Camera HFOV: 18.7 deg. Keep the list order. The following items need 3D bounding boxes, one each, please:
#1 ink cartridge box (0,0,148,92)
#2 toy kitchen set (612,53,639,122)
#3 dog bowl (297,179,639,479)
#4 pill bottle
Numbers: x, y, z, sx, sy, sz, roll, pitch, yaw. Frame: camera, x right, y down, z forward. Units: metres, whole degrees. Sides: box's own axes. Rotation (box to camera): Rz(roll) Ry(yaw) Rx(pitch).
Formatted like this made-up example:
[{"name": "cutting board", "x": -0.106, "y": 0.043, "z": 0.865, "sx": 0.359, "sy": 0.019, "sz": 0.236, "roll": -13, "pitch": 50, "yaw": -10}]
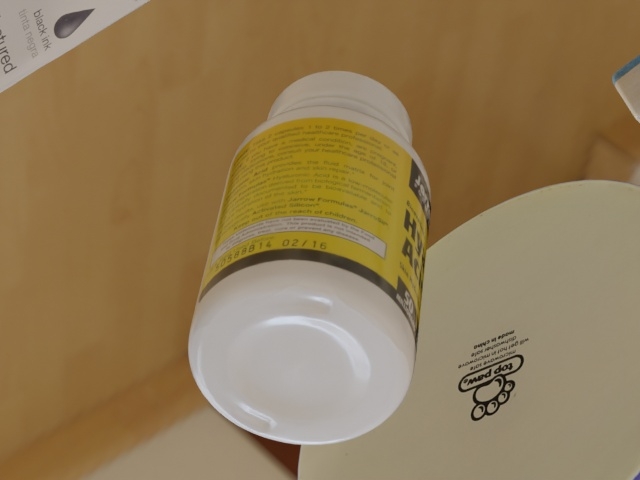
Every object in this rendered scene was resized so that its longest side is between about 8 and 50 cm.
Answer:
[{"name": "ink cartridge box", "x": -0.155, "y": -0.231, "z": 1.117, "sx": 0.273, "sy": 0.115, "sz": 0.198, "roll": -35, "pitch": 139, "yaw": -22}, {"name": "toy kitchen set", "x": 0.293, "y": -0.175, "z": 1.358, "sx": 0.207, "sy": 0.166, "sz": 0.122, "roll": -36, "pitch": 141, "yaw": 14}, {"name": "dog bowl", "x": 0.119, "y": 0.100, "z": 1.024, "sx": 0.265, "sy": 0.265, "sz": 0.104, "roll": -49, "pitch": 121, "yaw": -4}, {"name": "pill bottle", "x": 0.000, "y": 0.000, "z": 0.583, "sx": 0.116, "sy": 0.065, "sz": 0.065, "roll": -81, "pitch": -178, "yaw": -51}]
